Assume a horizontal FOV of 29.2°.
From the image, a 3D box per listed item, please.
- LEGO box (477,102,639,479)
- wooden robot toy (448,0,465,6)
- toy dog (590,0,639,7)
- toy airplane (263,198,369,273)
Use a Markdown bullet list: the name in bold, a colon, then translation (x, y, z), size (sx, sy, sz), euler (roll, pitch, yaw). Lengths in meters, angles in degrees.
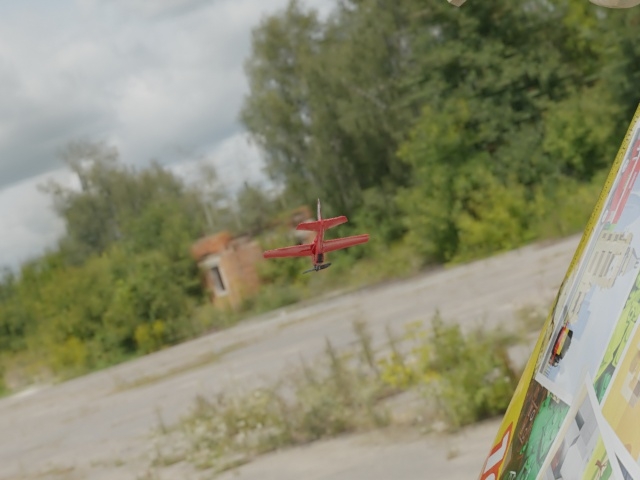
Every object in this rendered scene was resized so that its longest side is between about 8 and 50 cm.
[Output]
- **LEGO box**: translation (0.223, 0.102, 0.602), size (0.193, 0.500, 0.372), euler (22, 9, 0)
- **wooden robot toy**: translation (0.189, -0.427, 1.780), size (0.076, 0.173, 0.079), euler (25, -49, -39)
- **toy dog**: translation (0.514, -0.432, 1.718), size (0.161, 0.220, 0.334), euler (29, 62, 31)
- **toy airplane**: translation (0.000, 0.000, 1.649), size (0.151, 0.028, 0.151), euler (-11, -35, -7)
